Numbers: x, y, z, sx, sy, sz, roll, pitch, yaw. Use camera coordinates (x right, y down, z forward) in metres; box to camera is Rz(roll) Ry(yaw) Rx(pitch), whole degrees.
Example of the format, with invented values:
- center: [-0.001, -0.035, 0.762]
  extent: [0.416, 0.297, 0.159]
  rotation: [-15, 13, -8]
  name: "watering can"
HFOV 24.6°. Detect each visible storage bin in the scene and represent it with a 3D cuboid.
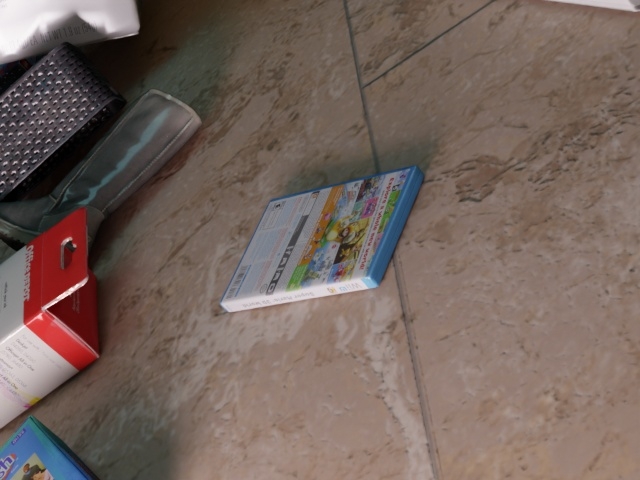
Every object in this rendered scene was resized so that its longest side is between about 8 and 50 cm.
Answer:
- center: [-0.309, -0.124, 1.601]
  extent: [0.180, 0.084, 0.122]
  rotation: [-43, 1, 2]
  name: "storage bin"

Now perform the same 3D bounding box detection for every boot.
- center: [-0.239, -0.070, 1.508]
  extent: [0.189, 0.076, 0.208]
  rotation: [19, 72, 42]
  name: "boot"

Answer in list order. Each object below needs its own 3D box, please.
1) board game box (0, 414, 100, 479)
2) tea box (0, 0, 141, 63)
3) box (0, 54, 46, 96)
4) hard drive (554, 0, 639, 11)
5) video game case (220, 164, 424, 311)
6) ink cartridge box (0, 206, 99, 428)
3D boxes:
- center: [-0.231, 0.241, 1.136]
  extent: [0.160, 0.047, 0.210]
  rotation: [-49, 31, -9]
  name: "board game box"
- center: [-0.401, -0.369, 1.691]
  extent: [0.329, 0.323, 0.220]
  rotation: [-15, 17, -2]
  name: "tea box"
- center: [-0.467, -0.197, 1.960]
  extent: [0.233, 0.044, 0.159]
  rotation: [-33, 32, 16]
  name: "box"
- center: [0.227, -0.294, 1.280]
  extent: [0.203, 0.040, 0.307]
  rotation: [-49, 31, -10]
  name: "hard drive"
- center: [0.000, 0.000, 1.201]
  extent: [0.166, 0.015, 0.119]
  rotation: [-12, 42, 42]
  name: "video game case"
- center: [-0.281, 0.085, 1.358]
  extent: [0.231, 0.078, 0.134]
  rotation: [-35, 32, 13]
  name: "ink cartridge box"
